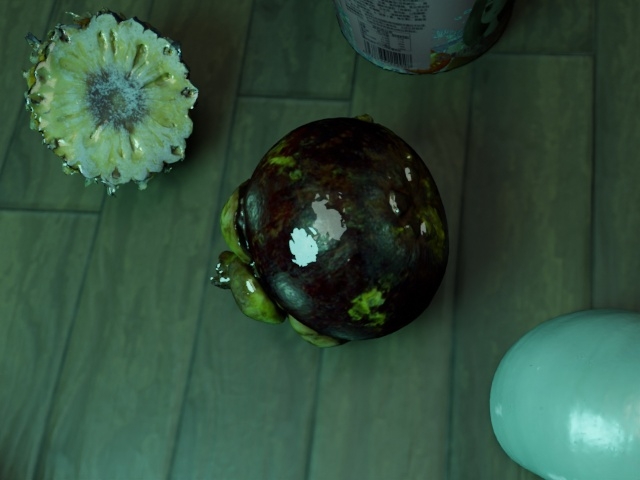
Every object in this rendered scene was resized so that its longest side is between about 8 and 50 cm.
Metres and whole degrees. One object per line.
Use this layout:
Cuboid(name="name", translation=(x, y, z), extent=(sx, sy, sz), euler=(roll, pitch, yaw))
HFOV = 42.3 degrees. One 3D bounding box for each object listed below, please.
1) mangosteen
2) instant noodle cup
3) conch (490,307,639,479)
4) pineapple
Cuboid(name="mangosteen", translation=(0.000, 0.000, 0.719), extent=(0.217, 0.192, 0.192), euler=(-23, 62, 34))
Cuboid(name="instant noodle cup", translation=(0.097, -0.297, 0.781), extent=(0.243, 0.231, 0.242), euler=(-3, 68, 8))
Cuboid(name="conch", translation=(0.248, 0.123, 0.662), extent=(0.221, 0.120, 0.184), euler=(-2, 38, 13))
Cuboid(name="pineapple", translation=(-0.216, -0.137, 0.826), extent=(0.161, 0.137, 0.176), euler=(-38, 107, -18))
